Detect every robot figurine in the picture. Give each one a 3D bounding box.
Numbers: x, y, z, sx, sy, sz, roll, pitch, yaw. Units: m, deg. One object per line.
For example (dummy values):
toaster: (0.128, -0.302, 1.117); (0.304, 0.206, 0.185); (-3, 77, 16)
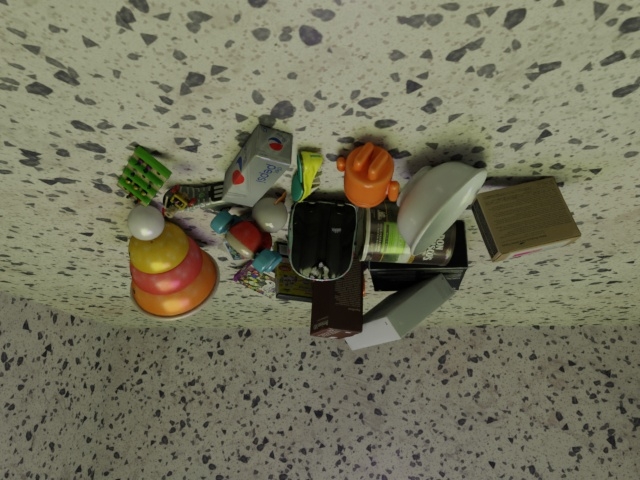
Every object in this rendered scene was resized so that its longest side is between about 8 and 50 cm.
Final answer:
robot figurine: (0.123, -0.168, 1.246); (0.158, 0.128, 0.219); (-5, 158, -1)

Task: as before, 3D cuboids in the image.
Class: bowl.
bowl: (0.303, -0.110, 1.288); (0.134, 0.298, 0.298); (42, 168, 18)

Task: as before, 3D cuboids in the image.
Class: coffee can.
coffee can: (0.263, -0.025, 1.504); (0.276, 0.201, 0.201); (3, 159, -4)

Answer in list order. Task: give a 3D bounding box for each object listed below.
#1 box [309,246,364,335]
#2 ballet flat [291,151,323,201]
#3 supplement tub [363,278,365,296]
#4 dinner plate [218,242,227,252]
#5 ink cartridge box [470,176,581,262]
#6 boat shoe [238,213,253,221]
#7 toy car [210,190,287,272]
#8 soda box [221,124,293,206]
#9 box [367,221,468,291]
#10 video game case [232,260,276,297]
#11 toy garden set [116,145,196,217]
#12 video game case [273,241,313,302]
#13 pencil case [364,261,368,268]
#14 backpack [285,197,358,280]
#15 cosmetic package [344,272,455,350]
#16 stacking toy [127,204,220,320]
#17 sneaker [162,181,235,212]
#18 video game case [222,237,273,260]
box: (0.062, 0.161, 1.757); (0.143, 0.381, 0.191); (9, 158, -21)
ballet flat: (-0.034, -0.174, 1.320); (0.077, 0.077, 0.231); (-12, 160, -13)
supplement tub: (0.124, 0.232, 2.319); (0.191, 0.116, 0.117); (-1, 159, 5)
dinner plate: (-0.358, 0.038, 1.977); (0.141, 0.017, 0.141); (3, 159, 1)
ink cartridge box: (0.575, -0.059, 1.341); (0.235, 0.193, 0.088); (-12, 160, -3)
boat shoe: (-0.262, -0.050, 1.644); (0.081, 0.079, 0.228); (13, 160, -39)
toy car: (-0.175, -0.055, 1.493); (0.219, 0.238, 0.210); (42, -179, 7)
soda box: (-0.175, -0.188, 1.256); (0.098, 0.091, 0.286); (12, 157, -25)
box: (0.360, 0.070, 1.785); (0.344, 0.178, 0.312); (-2, 159, 9)
video game case: (-0.266, 0.175, 2.192); (0.210, 0.041, 0.232); (29, 142, -21)
toy garden set: (-0.478, -0.134, 1.349); (0.204, 0.049, 0.244); (41, 145, -15)
video game case: (-0.052, 0.133, 1.884); (0.275, 0.248, 0.035); (11, 140, -23)
pencil case: (0.153, 0.095, 1.957); (0.088, 0.086, 0.206); (-19, 169, -6)
backpack: (0.000, 0.000, 1.525); (0.225, 0.253, 0.191); (3, 179, -7)
cosmetic package: (0.270, 0.269, 1.725); (0.285, 0.097, 0.377); (-29, 175, -27)
stacking toy: (-0.579, 0.038, 1.716); (0.351, 0.350, 0.479); (0, 140, 3)
sneaker: (-0.365, -0.114, 1.480); (0.229, 0.086, 0.132); (-4, 161, 11)
video game case: (-0.286, 0.032, 1.913); (0.184, 0.023, 0.201); (-4, 157, -1)
